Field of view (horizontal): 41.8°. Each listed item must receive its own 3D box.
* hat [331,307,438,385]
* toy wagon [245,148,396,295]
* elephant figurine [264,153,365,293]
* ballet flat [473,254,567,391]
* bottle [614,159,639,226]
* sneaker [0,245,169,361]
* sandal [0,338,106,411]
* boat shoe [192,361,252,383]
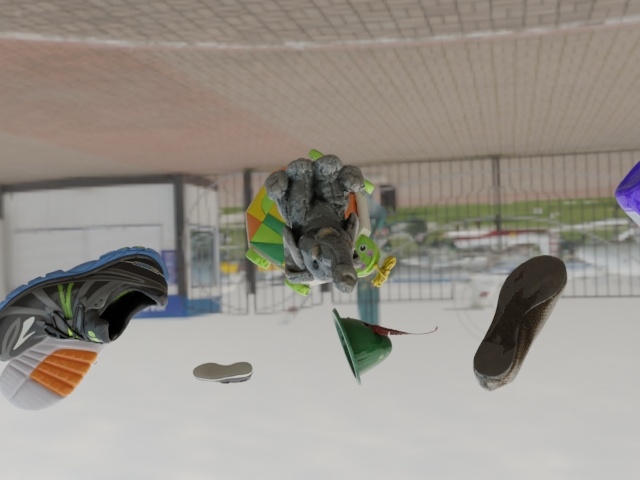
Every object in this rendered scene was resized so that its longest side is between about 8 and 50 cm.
[{"bbox_3d":[0.141,0.210,1.818,0.183,0.173,0.208,-19,-141,-5],"label":"hat"},{"bbox_3d":[0.002,-0.023,1.700,0.344,0.267,0.068,33,-178,32],"label":"toy wagon"},{"bbox_3d":[0.000,0.000,1.330,0.169,0.239,0.186,-21,160,27],"label":"elephant figurine"},{"bbox_3d":[0.286,0.117,1.197,0.084,0.058,0.250,10,-132,33],"label":"ballet flat"},{"bbox_3d":[0.616,-0.017,1.371,0.283,0.118,0.092,42,173,-6],"label":"bottle"},{"bbox_3d":[-0.235,0.070,0.811,0.188,0.078,0.067,-23,149,-3],"label":"sneaker"},{"bbox_3d":[-0.385,0.162,1.330,0.265,0.102,0.076,-47,-179,-13],"label":"sandal"},{"bbox_3d":[-0.205,0.281,1.761,0.125,0.046,0.038,-5,137,-14],"label":"boat shoe"}]
